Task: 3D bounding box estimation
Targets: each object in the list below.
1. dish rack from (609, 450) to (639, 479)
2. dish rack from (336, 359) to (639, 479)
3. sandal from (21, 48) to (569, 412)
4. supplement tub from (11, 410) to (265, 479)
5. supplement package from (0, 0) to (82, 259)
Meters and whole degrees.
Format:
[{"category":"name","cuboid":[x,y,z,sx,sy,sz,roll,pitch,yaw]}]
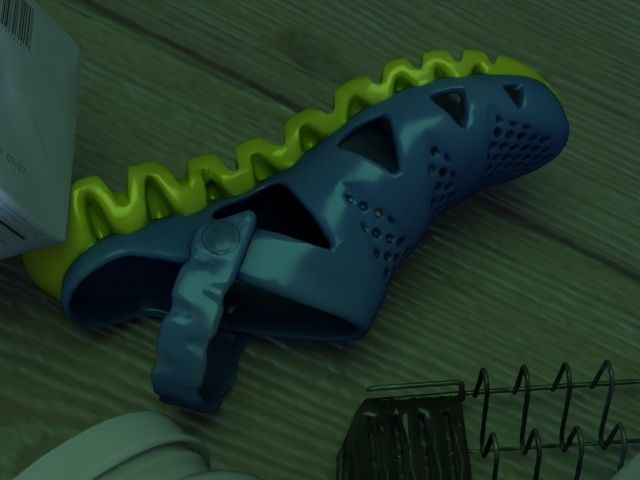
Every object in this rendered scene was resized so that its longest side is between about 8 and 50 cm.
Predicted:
[{"category":"dish rack","cuboid":[0.249,0.216,0.599,0.333,0.072,0.285,42,51,19]},{"category":"dish rack","cuboid":[0.145,0.146,0.750,0.271,0.074,0.208,-4,58,-2]},{"category":"sandal","cuboid":[0.000,0.000,0.817,0.317,0.126,0.138,-24,62,-3]},{"category":"supplement tub","cuboid":[-0.036,0.225,0.633,0.191,0.191,0.272,-40,67,-21]},{"category":"supplement package","cuboid":[-0.271,-0.056,0.784,0.244,0.139,0.134,-14,57,21]}]
